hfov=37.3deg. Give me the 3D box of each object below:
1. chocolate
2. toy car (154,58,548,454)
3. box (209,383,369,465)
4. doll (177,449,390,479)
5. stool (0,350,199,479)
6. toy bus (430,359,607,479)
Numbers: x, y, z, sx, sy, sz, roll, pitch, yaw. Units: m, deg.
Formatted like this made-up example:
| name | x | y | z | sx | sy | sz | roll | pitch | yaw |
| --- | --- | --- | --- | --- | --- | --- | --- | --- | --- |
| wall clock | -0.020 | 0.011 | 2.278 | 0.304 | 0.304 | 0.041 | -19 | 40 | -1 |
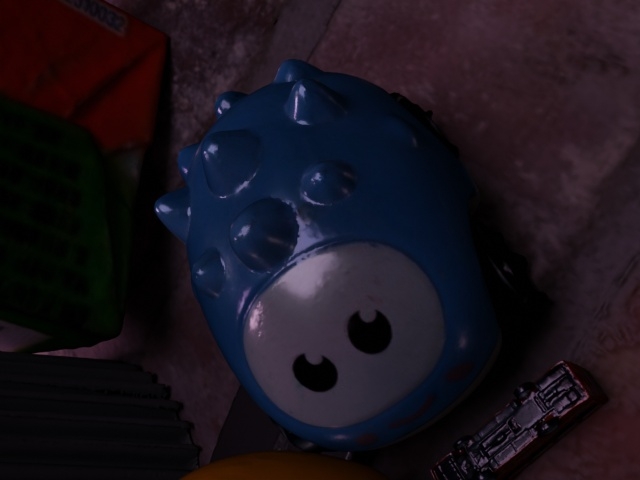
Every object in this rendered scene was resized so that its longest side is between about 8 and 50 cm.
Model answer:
| name | x | y | z | sx | sy | sz | roll | pitch | yaw |
| --- | --- | --- | --- | --- | --- | --- | --- | --- | --- |
| chocolate | -0.332 | -0.099 | 0.811 | 0.161 | 0.360 | 0.341 | -32 | 43 | 43 |
| toy car | 0.000 | 0.000 | 0.593 | 0.188 | 0.190 | 0.255 | -36 | 53 | 21 |
| box | -0.021 | 0.154 | 0.690 | 0.125 | 0.027 | 0.126 | 23 | 91 | 42 |
| doll | -0.030 | 0.242 | 0.571 | 0.236 | 0.213 | 0.213 | 105 | 156 | -61 |
| stool | -0.305 | 0.218 | 0.717 | 0.297 | 0.330 | 0.297 | -14 | 68 | 39 |
| toy bus | 0.117 | 0.116 | 0.562 | 0.110 | 0.043 | 0.031 | -45 | 54 | 20 |
